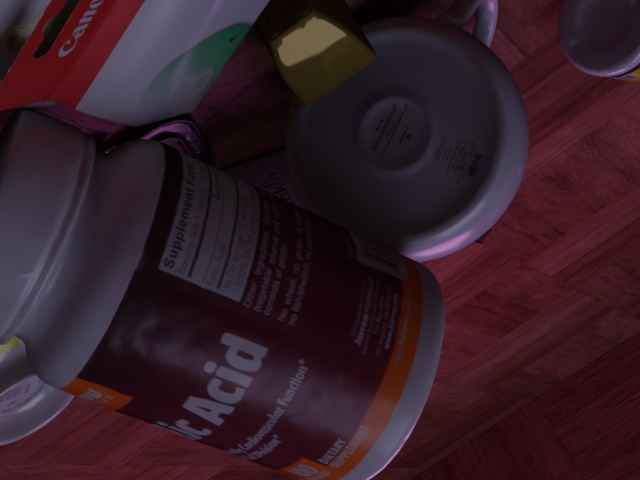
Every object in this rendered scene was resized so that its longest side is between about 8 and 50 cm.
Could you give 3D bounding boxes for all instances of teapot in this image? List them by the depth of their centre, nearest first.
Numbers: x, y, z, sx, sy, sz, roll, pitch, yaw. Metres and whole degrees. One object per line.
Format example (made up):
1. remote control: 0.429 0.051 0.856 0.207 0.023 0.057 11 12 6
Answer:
1. teapot: 0.096 -0.098 1.236 0.256 0.252 0.187 -24 170 15

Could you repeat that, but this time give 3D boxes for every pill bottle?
1. pill bottle: -0.111 0.050 1.062 0.392 0.224 0.224 24 132 -20
2. pill bottle: 0.367 -0.235 1.392 0.209 0.119 0.119 -2 145 -49

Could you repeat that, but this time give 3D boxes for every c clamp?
1. c clamp: -0.173 -0.072 1.229 0.137 0.022 0.160 -36 156 3

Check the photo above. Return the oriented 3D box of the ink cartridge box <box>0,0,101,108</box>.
1. ink cartridge box: -0.188 -0.176 0.945 0.235 0.056 0.171 -8 150 -38

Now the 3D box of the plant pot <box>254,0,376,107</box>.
1. plant pot: -0.014 -0.186 1.101 0.081 0.081 0.083 -34 147 11

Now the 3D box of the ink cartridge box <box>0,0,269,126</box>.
1. ink cartridge box: -0.129 -0.160 0.946 0.181 0.056 0.225 -50 170 30

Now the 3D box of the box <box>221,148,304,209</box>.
1. box: 0.000 0.000 1.443 0.231 0.126 0.262 -21 156 -18

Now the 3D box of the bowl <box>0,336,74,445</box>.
1. bowl: -0.318 0.102 1.187 0.289 0.156 0.289 -32 155 -17

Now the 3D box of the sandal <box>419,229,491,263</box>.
1. sandal: 0.183 -0.019 1.671 0.120 0.086 0.302 -11 151 -38
